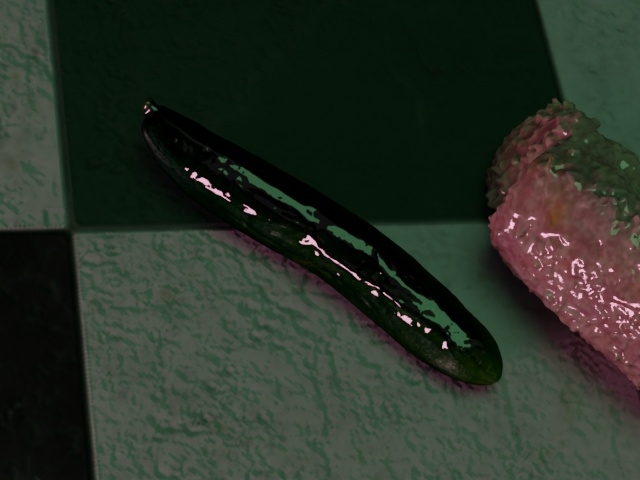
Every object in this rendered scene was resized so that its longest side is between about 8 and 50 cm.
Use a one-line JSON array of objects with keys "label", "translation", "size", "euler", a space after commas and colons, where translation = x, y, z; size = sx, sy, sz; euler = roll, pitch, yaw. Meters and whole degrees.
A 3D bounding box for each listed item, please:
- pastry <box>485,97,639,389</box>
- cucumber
[{"label": "pastry", "translation": [0.191, 0.014, 1.139], "size": [0.265, 0.103, 0.112], "euler": [49, 20, 27]}, {"label": "cucumber", "translation": [0.000, 0.000, 1.141], "size": [0.284, 0.056, 0.056], "euler": [36, 57, 8]}]
